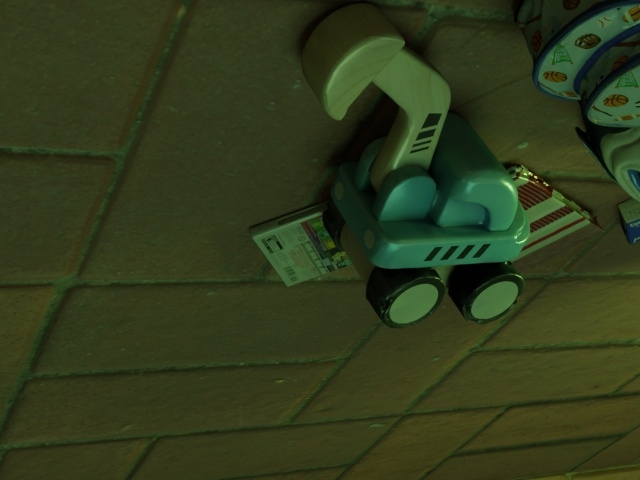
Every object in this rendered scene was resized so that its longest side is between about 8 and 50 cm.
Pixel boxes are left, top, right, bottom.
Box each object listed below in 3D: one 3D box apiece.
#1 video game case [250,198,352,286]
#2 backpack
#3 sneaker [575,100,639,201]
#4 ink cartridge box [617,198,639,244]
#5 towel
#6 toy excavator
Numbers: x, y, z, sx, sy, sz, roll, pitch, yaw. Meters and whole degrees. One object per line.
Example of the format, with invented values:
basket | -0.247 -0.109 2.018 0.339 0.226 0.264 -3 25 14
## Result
video game case | 0.000 0.000 1.714 0.183 0.023 0.201 -20 150 6
backpack | 0.384 -0.259 1.282 0.263 0.213 0.276 3 151 -12
sneaker | 0.477 -0.118 1.526 0.130 0.236 0.323 -27 149 19
ink cartridge box | 0.654 -0.066 1.910 0.207 0.046 0.097 -22 150 10
towel | 0.323 -0.024 1.828 0.237 0.037 0.329 -30 147 28
toy excavator | 0.134 -0.108 1.443 0.432 0.222 0.445 -2 131 -28
